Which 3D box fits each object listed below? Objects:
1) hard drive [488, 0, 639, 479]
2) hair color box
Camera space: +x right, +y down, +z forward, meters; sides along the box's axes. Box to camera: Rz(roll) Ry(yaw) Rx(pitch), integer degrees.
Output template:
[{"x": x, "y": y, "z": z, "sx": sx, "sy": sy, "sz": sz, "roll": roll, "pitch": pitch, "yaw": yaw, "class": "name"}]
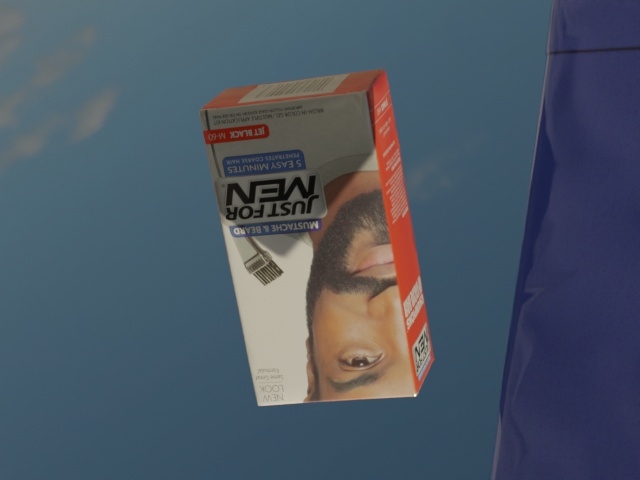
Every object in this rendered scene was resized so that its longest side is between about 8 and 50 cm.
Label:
[{"x": 0.137, "y": 0.055, "z": 0.631, "sx": 0.040, "sy": 0.319, "sz": 0.210, "roll": 6, "pitch": -178, "yaw": -23, "class": "hard drive"}, {"x": 0.000, "y": 0.000, "z": 0.847, "sx": 0.093, "sy": 0.167, "sz": 0.053, "roll": -6, "pitch": -162, "yaw": 17, "class": "hair color box"}]
